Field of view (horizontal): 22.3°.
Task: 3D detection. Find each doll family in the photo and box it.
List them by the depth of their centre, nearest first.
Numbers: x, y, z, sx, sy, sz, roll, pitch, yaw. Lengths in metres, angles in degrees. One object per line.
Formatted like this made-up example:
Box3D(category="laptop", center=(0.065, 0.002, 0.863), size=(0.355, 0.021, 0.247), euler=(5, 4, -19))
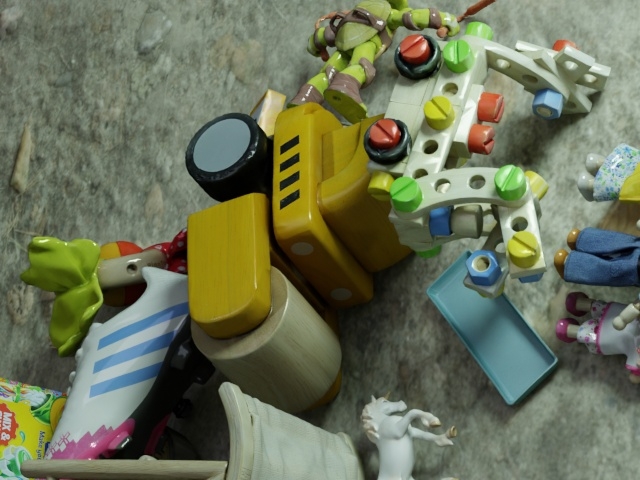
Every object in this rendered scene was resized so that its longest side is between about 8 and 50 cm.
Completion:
Box3D(category="doll family", center=(0.307, -0.005, 1.515), size=(0.163, 0.118, 0.263), euler=(7, 68, 44))

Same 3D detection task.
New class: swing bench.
Box3D(category="swing bench", center=(-0.111, 0.273, 1.581), size=(0.255, 0.253, 0.165), euler=(-21, 64, 21))

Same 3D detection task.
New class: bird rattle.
Box3D(category="bird rattle", center=(-0.230, 0.029, 1.942), size=(0.253, 0.143, 0.207), euler=(-22, 5, -16))

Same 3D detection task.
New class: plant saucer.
Box3D(category="plant saucer", center=(0.174, 0.088, 1.650), size=(0.067, 0.018, 0.192), euler=(-45, 43, 10))

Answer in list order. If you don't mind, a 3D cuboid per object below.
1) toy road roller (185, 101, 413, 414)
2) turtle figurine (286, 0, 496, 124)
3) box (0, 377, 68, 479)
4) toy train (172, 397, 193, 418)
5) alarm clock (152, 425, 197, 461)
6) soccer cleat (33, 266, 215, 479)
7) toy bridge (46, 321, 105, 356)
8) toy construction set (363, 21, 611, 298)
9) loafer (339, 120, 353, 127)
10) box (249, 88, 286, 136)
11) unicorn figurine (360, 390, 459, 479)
Box3D(category="toy road roller", center=(0.000, 0.000, 1.737), size=(0.241, 0.202, 0.329), euler=(-17, 51, 21))
Box3D(category="turtle figurine", center=(0.060, -0.228, 1.878), size=(0.269, 0.087, 0.217), euler=(1, 49, 39))
Box3D(category="box", center=(-0.420, 0.309, 1.815), size=(0.177, 0.279, 0.290), euler=(-45, 37, 45))
Box3D(category="toy train", center=(-0.206, 0.170, 1.923), size=(0.158, 0.036, 0.027), euler=(27, 83, 48))
Box3D(category="alarm clock", center=(-0.186, 0.275, 1.816), size=(0.192, 0.064, 0.129), euler=(24, 80, 50))
Box3D(category="soccer cleat", center=(-0.230, 0.176, 1.787), size=(0.143, 0.116, 0.331), euler=(30, 76, 32))
Box3D(category="toy bridge", center=(-0.274, 0.121, 1.998), size=(0.188, 0.063, 0.026), euler=(-4, 61, 40))
Box3D(category="toy construction set", center=(0.166, -0.102, 1.621), size=(0.215, 0.151, 0.327), euler=(10, 51, 23))
Box3D(category="loafer", center=(-0.007, -0.116, 1.937), size=(0.125, 0.045, 0.039), euler=(-7, 76, 47))
Box3D(category="box", center=(-0.081, -0.108, 1.976), size=(0.081, 0.028, 0.136), euler=(139, 148, -65))
Box3D(category="unicorn figurine", center=(0.084, 0.208, 1.619), size=(0.111, 0.060, 0.162), euler=(-10, 57, 37))
